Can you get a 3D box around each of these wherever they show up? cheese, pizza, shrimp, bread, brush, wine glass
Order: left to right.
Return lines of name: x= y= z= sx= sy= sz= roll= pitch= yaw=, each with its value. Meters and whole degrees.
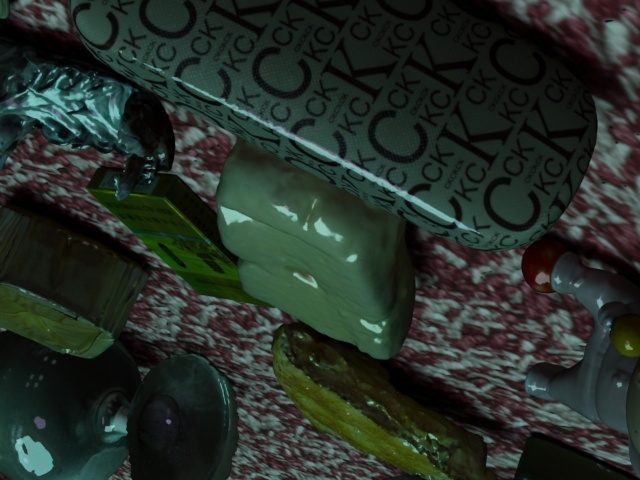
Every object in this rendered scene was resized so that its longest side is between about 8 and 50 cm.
shrimp: x=-0.300 y=-0.121 z=1.516 sx=0.410 sy=0.166 sz=0.221 roll=7 pitch=128 yaw=18
bread: x=-0.303 y=0.045 z=1.973 sx=0.192 sy=0.110 sz=0.210 roll=26 pitch=161 yaw=-9
wine glass: x=-0.291 y=0.220 z=2.212 sx=0.323 sy=0.238 sz=0.238 roll=8 pitch=152 yaw=38
cheese: x=0.001 y=-0.002 z=1.476 sx=0.159 sy=0.093 sz=0.263 roll=19 pitch=157 yaw=17
pizza: x=0.080 y=0.191 z=1.855 sx=0.287 sy=0.075 sz=0.280 roll=30 pitch=165 yaw=12
brush: x=0.289 y=0.278 z=1.807 sx=0.197 sy=0.059 sz=0.123 roll=25 pitch=159 yaw=13

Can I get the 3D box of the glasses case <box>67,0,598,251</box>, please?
glasses case: x=0.007 y=-0.115 z=1.122 sx=0.354 sy=0.137 sz=0.085 roll=27 pitch=168 yaw=5

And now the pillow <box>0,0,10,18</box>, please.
pillow: x=-0.346 y=-0.250 z=1.421 sx=0.217 sy=0.033 sz=0.130 roll=29 pitch=161 yaw=0

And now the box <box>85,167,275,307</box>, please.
box: x=-0.131 y=-0.002 z=1.741 sx=0.121 sy=0.030 sz=0.193 roll=9 pitch=152 yaw=44

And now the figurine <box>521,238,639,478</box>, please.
figurine: x=0.257 y=0.114 z=1.310 sx=0.287 sy=0.176 sz=0.186 roll=31 pitch=-169 yaw=39

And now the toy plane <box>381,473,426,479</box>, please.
toy plane: x=0.140 y=0.366 z=2.146 sx=0.252 sy=0.118 sz=0.252 roll=25 pitch=163 yaw=8
